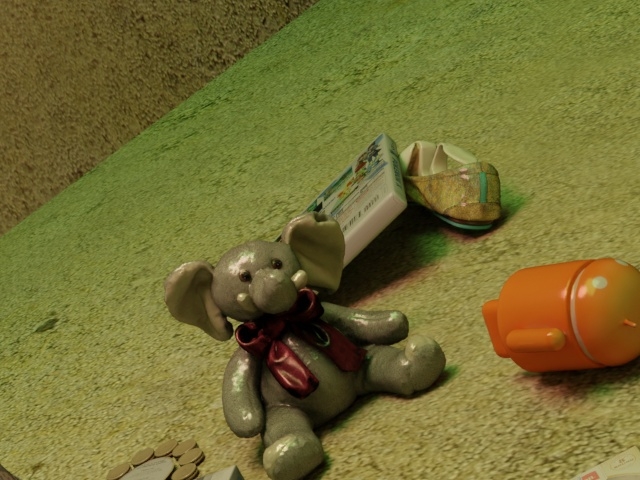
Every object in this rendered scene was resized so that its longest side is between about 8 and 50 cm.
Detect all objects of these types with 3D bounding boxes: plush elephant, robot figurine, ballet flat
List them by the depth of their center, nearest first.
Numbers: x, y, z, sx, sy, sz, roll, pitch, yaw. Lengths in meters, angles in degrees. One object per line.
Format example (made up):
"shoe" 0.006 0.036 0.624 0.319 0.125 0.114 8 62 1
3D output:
"robot figurine" 0.292 0.085 1.886 0.219 0.158 0.128 -9 66 45
"plush elephant" -0.043 0.106 2.098 0.272 0.255 0.330 -32 19 -12
"ballet flat" 0.174 -0.097 2.528 0.123 0.123 0.348 -33 20 -15

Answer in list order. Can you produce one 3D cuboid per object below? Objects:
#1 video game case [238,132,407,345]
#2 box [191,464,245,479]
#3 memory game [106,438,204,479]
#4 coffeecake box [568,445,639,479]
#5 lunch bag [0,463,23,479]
"video game case" 0.000 0.000 2.498 0.329 0.036 0.300 -45 15 15
"box" -0.191 0.352 2.004 0.186 0.038 0.145 -20 20 20
"memory game" -0.237 0.323 2.185 0.186 0.012 0.186 -26 19 9
"coffeecake box" 0.266 0.282 1.501 0.142 0.068 0.185 -28 18 2
"lunch bag" -0.406 0.360 1.856 0.212 0.256 0.305 -32 34 -9
